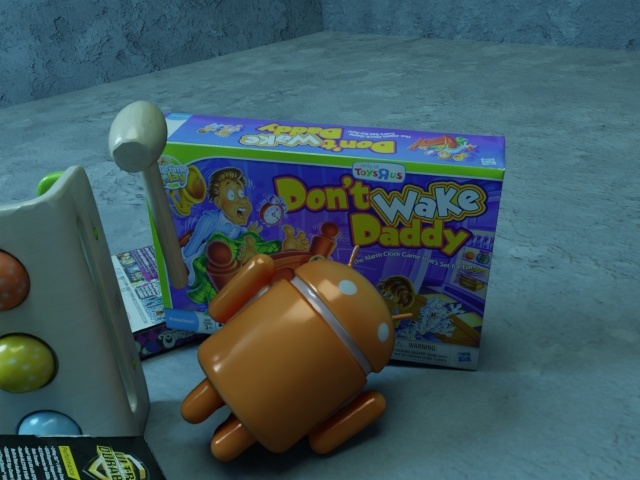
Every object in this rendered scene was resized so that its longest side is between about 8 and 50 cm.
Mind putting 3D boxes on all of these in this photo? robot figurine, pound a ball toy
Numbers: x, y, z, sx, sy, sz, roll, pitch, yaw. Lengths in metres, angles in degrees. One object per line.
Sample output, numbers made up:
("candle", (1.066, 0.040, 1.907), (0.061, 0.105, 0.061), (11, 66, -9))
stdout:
("robot figurine", (-0.024, 0.103, 0.619), (0.219, 0.128, 0.158), (-38, 50, -8))
("pound a ball toy", (-0.214, 0.057, 0.588), (0.208, 0.319, 0.135), (-7, 26, 0))

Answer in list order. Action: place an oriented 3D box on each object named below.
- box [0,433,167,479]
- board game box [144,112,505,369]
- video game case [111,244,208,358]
("box", (-0.186, 0.227, 0.383), (0.257, 0.079, 0.322), (14, 11, -35))
("board game box", (0.000, 0.000, 0.701), (0.347, 0.233, 0.078), (6, 32, 11))
("video game case", (-0.220, 0.070, 0.884), (0.210, 0.041, 0.232), (-18, 27, -22))
